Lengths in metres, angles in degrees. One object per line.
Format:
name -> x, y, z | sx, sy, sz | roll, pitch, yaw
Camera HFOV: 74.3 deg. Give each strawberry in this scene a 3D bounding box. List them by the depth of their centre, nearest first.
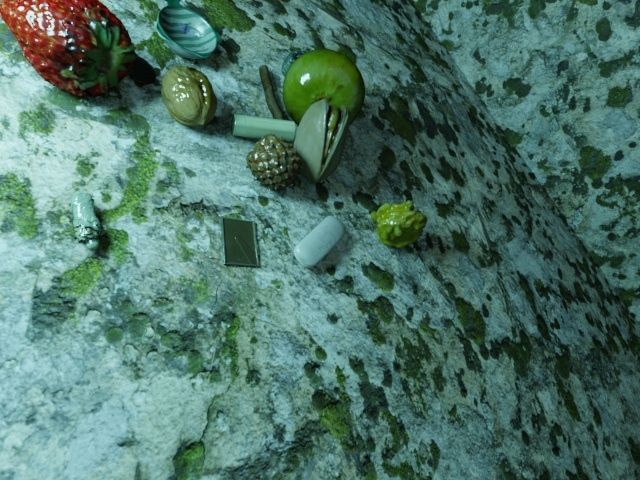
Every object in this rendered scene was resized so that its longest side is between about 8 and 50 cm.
strawberry -> -0.633, -0.510, 1.058 | 0.289, 0.250, 0.238 | 30, 54, 12

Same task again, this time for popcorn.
popcorn -> 0.287, -0.067, 1.542 | 0.198, 0.198, 0.155 | 11, 58, -32

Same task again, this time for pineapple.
pineapple -> -0.135, -0.233, 1.330 | 0.193, 0.166, 0.166 | 40, 49, -12

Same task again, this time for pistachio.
pistachio -> -0.001, -0.320, 1.399 | 0.167, 0.287, 0.197 | 7, 44, -12

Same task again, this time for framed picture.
framed picture -> -0.233, 0.004, 1.222 | 0.109, 0.011, 0.148 | 7, 63, -34

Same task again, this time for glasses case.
glasses case -> 0.000, 0.000, 1.366 | 0.092, 0.059, 0.233 | 49, 46, -3

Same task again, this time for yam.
yam -> -0.169, -0.494, 1.518 | 0.045, 0.045, 0.326 | 14, 55, -57

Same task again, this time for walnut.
walnut -> -0.385, -0.420, 1.249 | 0.156, 0.155, 0.184 | -20, 74, -42

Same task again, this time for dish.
dish -> -0.448, -0.675, 1.382 | 0.224, 0.078, 0.246 | -25, 84, -43

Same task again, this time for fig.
fig -> 0.013, -0.539, 1.529 | 0.316, 0.316, 0.315 | 18, 57, -29

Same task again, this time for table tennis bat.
table tennis bat -> -0.560, -0.535, 1.267 | 0.156, 0.013, 0.087 | 53, 48, -2

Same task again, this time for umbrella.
umbrella -> -0.545, -0.042, 0.985 | 0.143, 0.062, 0.067 | 67, 18, 13

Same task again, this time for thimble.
thimble -> -0.078, -0.671, 1.651 | 0.135, 0.090, 0.118 | 25, 51, -22

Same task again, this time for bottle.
bottle -> -0.187, -0.368, 1.389 | 0.202, 0.072, 0.072 | 1, 65, -21
